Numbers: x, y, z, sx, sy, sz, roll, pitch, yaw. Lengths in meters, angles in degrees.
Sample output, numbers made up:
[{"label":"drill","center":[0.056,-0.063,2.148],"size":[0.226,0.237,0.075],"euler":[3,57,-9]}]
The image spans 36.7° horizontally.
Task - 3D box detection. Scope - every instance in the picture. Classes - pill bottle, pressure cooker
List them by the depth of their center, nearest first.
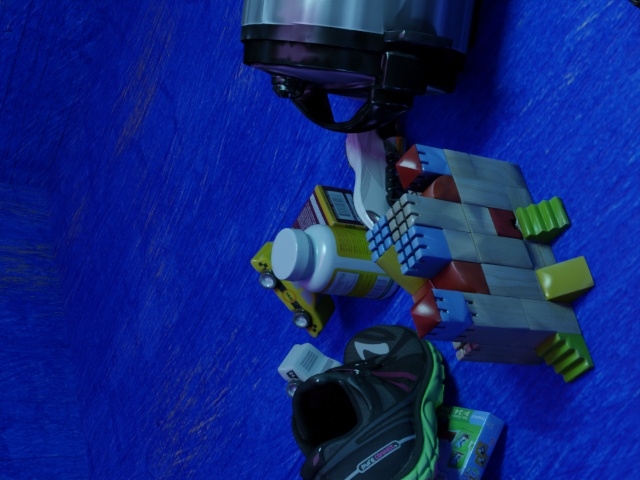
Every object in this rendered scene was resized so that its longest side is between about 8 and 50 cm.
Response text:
[{"label":"pressure cooker","center":[0.057,-0.379,1.511],"size":[0.375,0.370,0.421],"euler":[9,96,15]},{"label":"pill bottle","center":[0.027,0.035,1.644],"size":[0.117,0.208,0.118],"euler":[-19,67,57]}]

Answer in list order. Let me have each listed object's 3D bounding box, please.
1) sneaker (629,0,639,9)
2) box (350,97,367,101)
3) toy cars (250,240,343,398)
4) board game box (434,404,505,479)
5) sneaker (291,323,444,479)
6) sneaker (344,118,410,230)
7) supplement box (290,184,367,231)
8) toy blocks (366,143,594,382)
[{"label":"sneaker","center":[0.402,-0.276,1.130],"size":[0.083,0.118,0.222],"euler":[111,162,-44]},{"label":"box","center":[0.056,-0.324,1.783],"size":[0.087,0.101,0.102],"euler":[-59,38,34]},{"label":"toy cars","center":[-0.004,0.164,1.692],"size":[0.087,0.176,0.394],"euler":[-34,60,33]},{"label":"board game box","center":[0.168,0.346,1.416],"size":[0.160,0.039,0.212],"euler":[-6,53,61]},{"label":"sneaker","center":[0.065,0.235,1.441],"size":[0.185,0.202,0.483],"euler":[-57,7,17]},{"label":"sneaker","center":[0.114,-0.108,1.644],"size":[0.108,0.100,0.272],"euler":[-43,48,41]},{"label":"supplement box","center":[0.000,0.000,1.824],"size":[0.188,0.080,0.104],"euler":[-57,39,35]},{"label":"toy blocks","center":[0.189,0.016,1.324],"size":[0.191,0.260,0.382],"euler":[-48,44,44]}]
